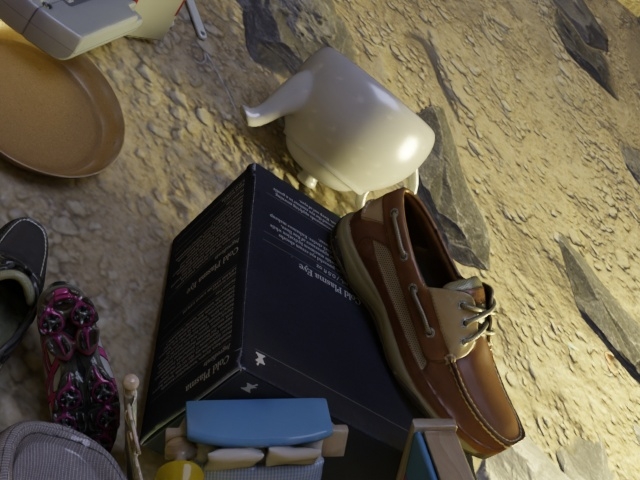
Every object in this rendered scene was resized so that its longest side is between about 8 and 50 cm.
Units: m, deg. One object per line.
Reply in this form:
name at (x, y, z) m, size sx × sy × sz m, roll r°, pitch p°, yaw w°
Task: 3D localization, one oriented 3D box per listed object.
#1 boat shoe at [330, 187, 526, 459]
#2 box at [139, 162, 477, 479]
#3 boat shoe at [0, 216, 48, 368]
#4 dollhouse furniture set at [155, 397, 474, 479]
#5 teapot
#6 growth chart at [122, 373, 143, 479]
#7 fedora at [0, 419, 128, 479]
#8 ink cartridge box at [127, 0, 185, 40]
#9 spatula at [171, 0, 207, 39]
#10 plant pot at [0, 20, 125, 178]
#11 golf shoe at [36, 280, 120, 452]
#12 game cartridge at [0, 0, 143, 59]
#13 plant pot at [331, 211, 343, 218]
boat shoe at (0.133, 0.085, 1.056) m, size 0.122 × 0.120 × 0.324 m, roll -13°, pitch 68°, yaw -56°
box at (-0.008, 0.138, 1.110) m, size 0.343 × 0.179 × 0.312 m, roll 33°, pitch 35°, yaw -26°
boat shoe at (-0.312, 0.055, 0.938) m, size 0.080 × 0.073 × 0.223 m, roll 36°, pitch 39°, yaw -23°
dollhouse furniture set at (-0.012, 0.324, 0.907) m, size 0.303 × 0.286 × 0.198 m, roll 3°, pitch 32°, yaw -12°
teapot at (0.038, -0.155, 1.435) m, size 0.256 × 0.187 × 0.252 m, roll 39°, pitch 6°, yaw 9°
growth chart at (-0.165, 0.259, 0.872) m, size 0.021 × 0.172 × 0.237 m, roll -5°, pitch 58°, yaw -16°
fedora at (-0.236, 0.256, 0.771) m, size 0.243 × 0.124 × 0.275 m, roll 34°, pitch 28°, yaw -25°
ink cartridge box at (-0.249, -0.395, 1.336) m, size 0.072 × 0.127 × 0.175 m, roll 1°, pitch 61°, yaw -33°
spatula at (-0.256, -0.419, 1.458) m, size 0.168 × 0.019 × 0.242 m, roll 3°, pitch 58°, yaw -48°
plant pot at (-0.344, -0.168, 1.131) m, size 0.236 × 0.032 × 0.236 m, roll 30°, pitch 41°, yaw -30°
golf shoe at (-0.240, 0.131, 0.935) m, size 0.067 × 0.086 × 0.186 m, roll -8°, pitch 98°, yaw -18°
game cartridge at (-0.383, -0.356, 1.196) m, size 0.297 × 0.062 × 0.198 m, roll 44°, pitch 34°, yaw -3°
plant pot at (0.000, 0.000, 1.338) m, size 0.083 × 0.079 × 0.083 m, roll 29°, pitch 43°, yaw -30°
